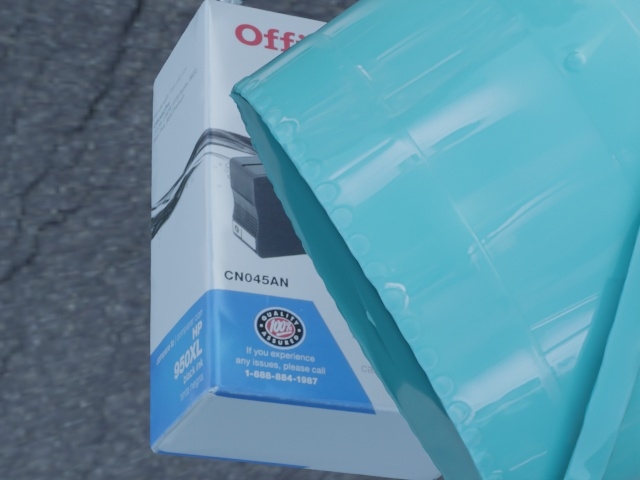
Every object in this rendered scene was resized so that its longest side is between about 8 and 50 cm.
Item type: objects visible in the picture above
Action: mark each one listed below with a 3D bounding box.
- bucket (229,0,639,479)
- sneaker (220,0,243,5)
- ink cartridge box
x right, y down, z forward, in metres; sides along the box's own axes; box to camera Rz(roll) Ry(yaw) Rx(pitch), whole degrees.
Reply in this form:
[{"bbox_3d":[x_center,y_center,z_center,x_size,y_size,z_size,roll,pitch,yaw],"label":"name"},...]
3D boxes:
[{"bbox_3d":[0.098,-0.008,0.719,0.183,0.281,0.281,-31,80,-4],"label":"bucket"},{"bbox_3d":[-0.112,-0.344,1.913,0.076,0.166,0.065,-29,54,6],"label":"sneaker"},{"bbox_3d":[0.000,0.000,1.497,0.166,0.285,0.395,132,141,-54],"label":"ink cartridge box"}]
